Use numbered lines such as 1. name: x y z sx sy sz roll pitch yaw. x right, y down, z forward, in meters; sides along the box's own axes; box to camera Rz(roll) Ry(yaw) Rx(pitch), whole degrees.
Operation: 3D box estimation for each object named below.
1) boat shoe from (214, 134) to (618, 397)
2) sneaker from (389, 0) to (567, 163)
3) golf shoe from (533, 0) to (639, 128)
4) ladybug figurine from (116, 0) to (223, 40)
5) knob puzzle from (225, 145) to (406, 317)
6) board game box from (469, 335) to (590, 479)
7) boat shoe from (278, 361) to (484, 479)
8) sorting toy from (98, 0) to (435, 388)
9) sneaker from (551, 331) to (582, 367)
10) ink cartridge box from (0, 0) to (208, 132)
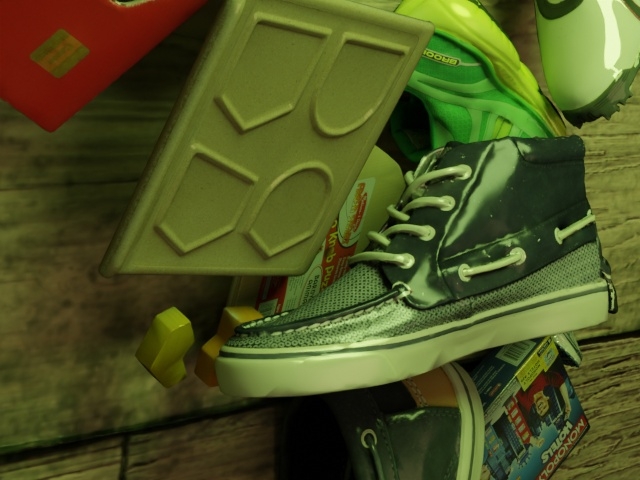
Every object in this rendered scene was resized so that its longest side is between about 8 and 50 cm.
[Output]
1. boat shoe: 0.068 0.010 1.002 0.340 0.127 0.158 -12 96 -31
2. sneaker: 0.121 -0.108 1.116 0.123 0.109 0.295 -36 139 10
3. golf shoe: 0.200 -0.226 1.103 0.120 0.105 0.273 19 64 -36
4. ladybug figurine: -0.071 -0.316 0.805 0.305 0.162 0.449 -46 130 -21
5. knob puzzle: 0.000 0.000 1.064 0.213 0.030 0.213 -31 139 -32
6. board game box: 0.170 0.209 1.283 0.194 0.060 0.194 -46 131 -22
7. boat shoe: 0.017 0.333 1.110 0.156 0.186 0.500 3 98 -38
8. sorting toy: -0.056 -0.030 0.910 0.229 0.041 0.307 -1 125 -54
9. sneaker: 0.226 0.074 1.295 0.058 0.052 0.135 -56 134 -18
10. ink cartridge box: -0.144 -0.195 0.707 0.296 0.066 0.261 -36 126 22
